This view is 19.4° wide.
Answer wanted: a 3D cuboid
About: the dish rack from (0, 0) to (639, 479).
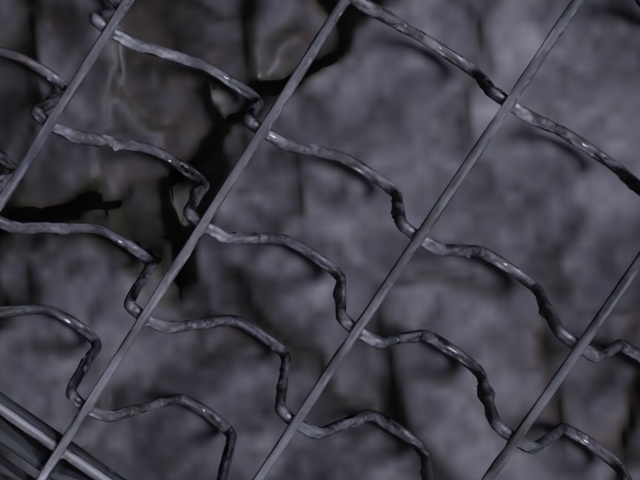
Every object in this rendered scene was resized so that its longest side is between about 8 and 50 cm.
[{"bbox_3d":[0.000,0.000,0.390,0.208,0.074,0.271,35,99,5],"label":"dish rack"}]
